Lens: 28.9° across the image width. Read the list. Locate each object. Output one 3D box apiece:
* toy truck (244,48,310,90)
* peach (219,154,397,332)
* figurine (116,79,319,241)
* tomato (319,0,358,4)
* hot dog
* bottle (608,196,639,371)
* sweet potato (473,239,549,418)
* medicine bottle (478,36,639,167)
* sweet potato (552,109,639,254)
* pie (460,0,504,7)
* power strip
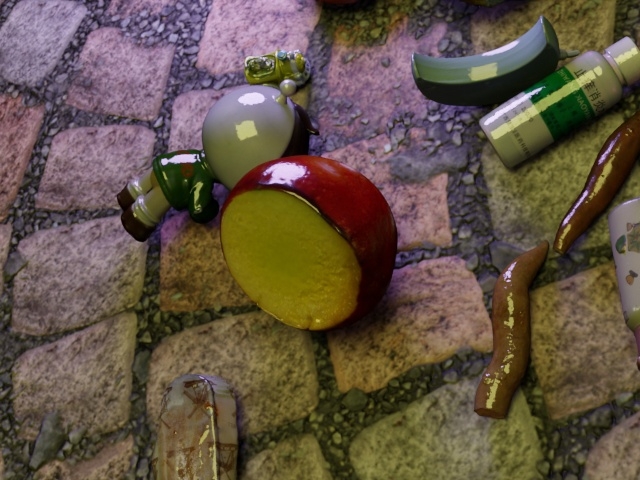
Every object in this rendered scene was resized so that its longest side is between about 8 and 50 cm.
[{"bbox_3d":[-0.076,-0.297,2.131,0.111,0.077,0.076,-12,63,18],"label":"toy truck"},{"bbox_3d":[0.000,0.000,1.867,0.275,0.248,0.245,39,63,24],"label":"peach"},{"bbox_3d":[-0.170,-0.130,2.047,0.370,0.167,0.281,-30,44,14],"label":"figurine"},{"bbox_3d":[0.045,-0.500,2.171,0.225,0.085,0.225,-7,64,15],"label":"tomato"},{"bbox_3d":[-0.190,0.330,1.890,0.144,0.075,0.268,-12,66,23],"label":"hot dog"},{"bbox_3d":[0.472,0.070,1.705,0.120,0.120,0.253,-13,64,17],"label":"bottle"},{"bbox_3d":[0.277,0.118,1.798,0.067,0.059,0.281,7,71,16],"label":"sweet potato"},{"bbox_3d":[0.372,-0.214,1.893,0.260,0.095,0.095,-33,58,6],"label":"medicine bottle"},{"bbox_3d":[0.420,-0.087,1.836,0.057,0.057,0.264,25,78,30],"label":"sweet potato"},{"bbox_3d":[0.285,-0.528,2.046,0.355,0.103,0.288,-24,60,-4],"label":"pie"},{"bbox_3d":[0.273,-0.272,1.918,0.253,0.167,0.054,-13,69,13],"label":"power strip"}]
